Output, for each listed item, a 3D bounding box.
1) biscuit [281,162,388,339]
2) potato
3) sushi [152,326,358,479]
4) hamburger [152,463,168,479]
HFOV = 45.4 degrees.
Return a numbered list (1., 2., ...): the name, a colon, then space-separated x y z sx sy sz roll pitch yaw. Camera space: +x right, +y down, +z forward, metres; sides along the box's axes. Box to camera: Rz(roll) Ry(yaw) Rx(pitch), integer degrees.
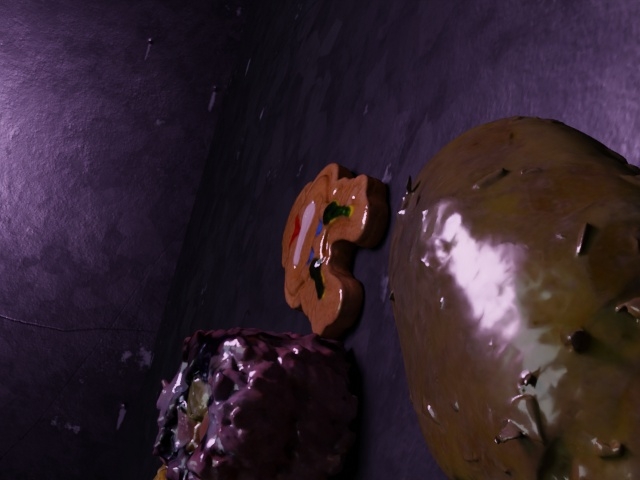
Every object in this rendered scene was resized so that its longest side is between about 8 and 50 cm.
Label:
1. biscuit: 0.000 0.000 0.993 0.334 0.047 0.202 -140 67 -73
2. potato: 0.115 0.040 0.416 0.296 0.141 0.192 -113 39 -62
3. sushi: -0.080 0.209 0.836 0.270 0.170 0.237 -23 52 63
4. hamburger: -0.235 0.451 1.201 0.215 0.122 0.190 129 159 -61
